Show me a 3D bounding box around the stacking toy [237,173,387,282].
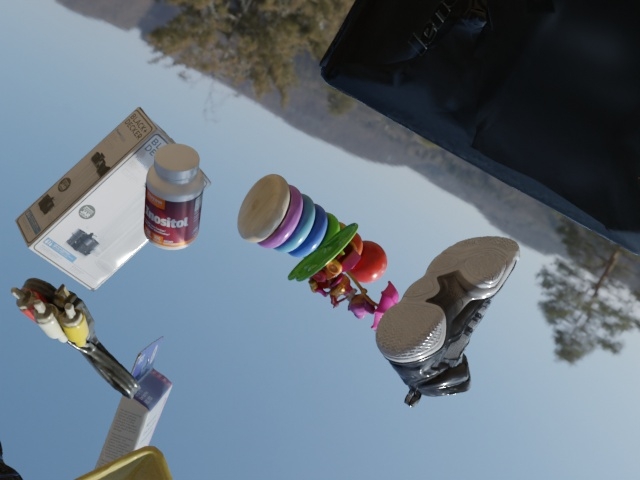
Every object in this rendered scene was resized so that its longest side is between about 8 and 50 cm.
[{"bbox_3d":[0.000,0.000,1.569,0.330,0.141,0.141,29,-170,-32],"label":"stacking toy"}]

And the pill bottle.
[{"bbox_3d":[-0.218,-0.065,1.169,0.086,0.152,0.086,8,-137,-7],"label":"pill bottle"}]

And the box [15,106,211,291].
[{"bbox_3d":[-0.353,-0.069,1.355,0.087,0.290,0.169,46,178,43],"label":"box"}]

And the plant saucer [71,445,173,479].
[{"bbox_3d":[-0.302,0.459,0.952,0.333,0.333,0.081,-22,-173,-23],"label":"plant saucer"}]

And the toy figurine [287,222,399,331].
[{"bbox_3d":[0.049,0.079,1.250,0.159,0.173,0.130,47,-126,-9],"label":"toy figurine"}]

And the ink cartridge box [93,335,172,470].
[{"bbox_3d":[-0.364,0.368,1.550,0.071,0.330,0.324,22,178,-3],"label":"ink cartridge box"}]

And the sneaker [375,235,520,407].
[{"bbox_3d":[0.187,0.113,1.094,0.101,0.268,0.153,22,141,43],"label":"sneaker"}]

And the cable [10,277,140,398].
[{"bbox_3d":[-0.367,0.154,1.164,0.139,0.072,0.287,16,142,23],"label":"cable"}]

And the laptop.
[{"bbox_3d":[0.269,-0.204,0.559,0.236,0.382,0.408,40,-157,18],"label":"laptop"}]

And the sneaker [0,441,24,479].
[{"bbox_3d":[-0.608,0.398,1.398,0.080,0.081,0.211,-34,-78,-56],"label":"sneaker"}]
